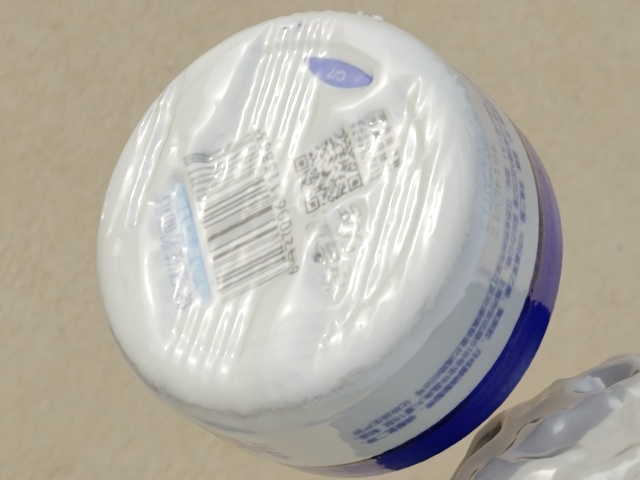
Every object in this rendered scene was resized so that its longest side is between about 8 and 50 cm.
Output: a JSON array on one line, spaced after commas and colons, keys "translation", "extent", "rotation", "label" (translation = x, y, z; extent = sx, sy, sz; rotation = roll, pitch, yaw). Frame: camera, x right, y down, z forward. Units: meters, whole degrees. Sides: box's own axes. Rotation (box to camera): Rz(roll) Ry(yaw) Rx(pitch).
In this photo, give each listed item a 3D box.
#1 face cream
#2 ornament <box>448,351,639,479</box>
[{"translation": [0.000, 0.000, 0.871], "extent": [0.111, 0.206, 0.206], "rotation": [37, 39, -55], "label": "face cream"}, {"translation": [0.186, 0.218, 0.880], "extent": [0.337, 0.337, 0.337], "rotation": [11, 58, -19], "label": "ornament"}]
